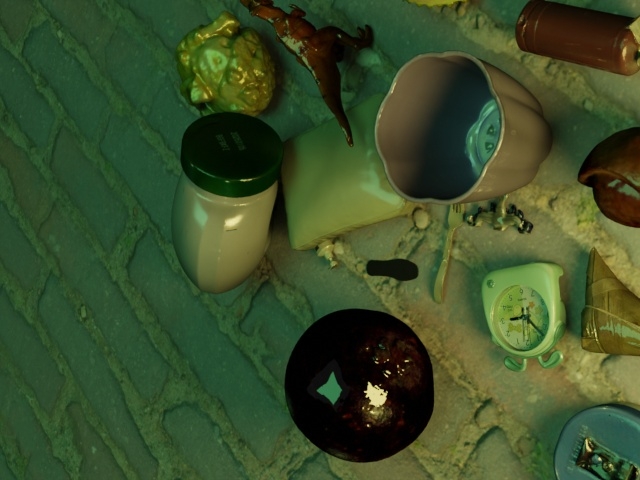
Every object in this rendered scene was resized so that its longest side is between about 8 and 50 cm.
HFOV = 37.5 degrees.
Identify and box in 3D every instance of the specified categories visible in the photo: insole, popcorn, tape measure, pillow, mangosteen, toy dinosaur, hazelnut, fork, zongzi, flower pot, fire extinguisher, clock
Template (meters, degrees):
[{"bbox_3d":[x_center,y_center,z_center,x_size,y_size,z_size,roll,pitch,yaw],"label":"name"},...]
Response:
[{"bbox_3d":[0.145,0.059,1.908,0.135,0.002,0.045,1,89,43],"label":"insole"},{"bbox_3d":[-0.215,-0.385,2.125,0.256,0.195,0.255,30,116,19],"label":"popcorn"},{"bbox_3d":[0.509,0.306,1.508,0.215,0.097,0.352,27,105,39],"label":"tape measure"},{"bbox_3d":[0.045,-0.134,1.920,0.322,0.119,0.256,-22,69,38],"label":"pillow"},{"bbox_3d":[0.061,0.271,1.794,0.313,0.296,0.297,-3,87,53],"label":"mangosteen"},{"bbox_3d":[0.012,-0.380,1.915,0.432,0.208,0.097,49,138,23],"label":"toy dinosaur"},{"bbox_3d":[0.508,-0.084,1.459,0.161,0.170,0.202,-57,45,28],"label":"hazelnut"},{"bbox_3d":[0.246,0.017,1.805,0.034,0.028,0.220,15,103,34],"label":"fork"},{"bbox_3d":[0.515,0.098,1.523,0.189,0.081,0.178,0,80,37],"label":"zongzi"},{"bbox_3d":[0.266,-0.190,1.639,0.265,0.243,0.265,2,94,43],"label":"flower pot"},{"bbox_3d":[0.462,-0.336,1.564,0.269,0.104,0.105,25,106,41],"label":"fire extinguisher"},{"bbox_3d":[0.364,0.136,1.665,0.148,0.060,0.189,-11,82,41],"label":"clock"}]

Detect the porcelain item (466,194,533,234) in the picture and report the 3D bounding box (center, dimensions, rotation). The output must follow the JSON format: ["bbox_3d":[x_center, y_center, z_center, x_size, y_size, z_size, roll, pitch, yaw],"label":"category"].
[{"bbox_3d":[0.329,-0.055,1.725,0.136,0.021,0.075,11,97,42],"label":"porcelain item"}]

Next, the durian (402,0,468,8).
[{"bbox_3d":[0.269,-0.564,1.690,0.157,0.169,0.356,52,127,30],"label":"durian"}]

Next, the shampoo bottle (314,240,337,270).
[{"bbox_3d":[0.000,0.000,2.022,0.049,0.034,0.141,-40,64,21],"label":"shampoo bottle"}]

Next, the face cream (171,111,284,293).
[{"bbox_3d":[-0.204,-0.075,2.021,0.357,0.219,0.313,102,180,-47],"label":"face cream"}]
